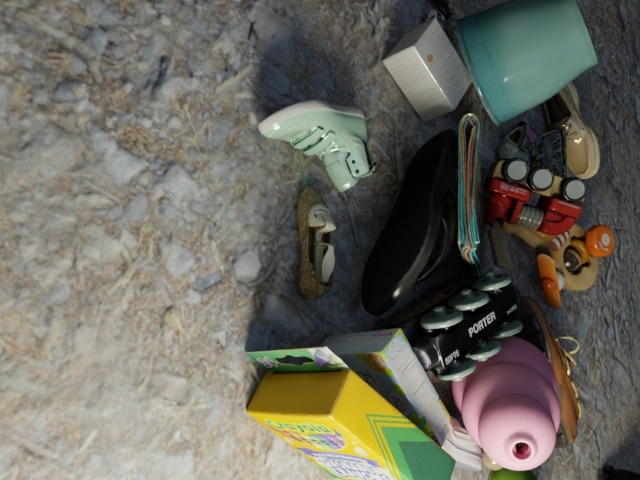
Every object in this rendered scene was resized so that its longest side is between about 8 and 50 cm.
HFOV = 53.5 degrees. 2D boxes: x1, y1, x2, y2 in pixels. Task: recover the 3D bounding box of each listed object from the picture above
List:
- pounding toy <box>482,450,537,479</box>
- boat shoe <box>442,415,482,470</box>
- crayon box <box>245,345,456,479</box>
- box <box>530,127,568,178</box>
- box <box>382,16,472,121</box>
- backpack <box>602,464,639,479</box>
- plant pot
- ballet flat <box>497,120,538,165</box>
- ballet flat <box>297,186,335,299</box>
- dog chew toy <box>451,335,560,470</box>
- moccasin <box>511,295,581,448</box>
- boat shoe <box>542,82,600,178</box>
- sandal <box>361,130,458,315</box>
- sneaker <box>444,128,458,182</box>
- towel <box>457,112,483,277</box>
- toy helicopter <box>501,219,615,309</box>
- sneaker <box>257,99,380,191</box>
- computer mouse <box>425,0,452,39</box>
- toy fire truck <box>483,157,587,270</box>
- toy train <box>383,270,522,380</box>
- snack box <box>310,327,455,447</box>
[{"bbox_3d":[0.446,0.543,1.364,0.183,0.110,0.237,-7,85,-43],"label":"pounding toy"},{"bbox_3d":[0.231,0.378,1.233,0.258,0.095,0.084,39,52,-41],"label":"boat shoe"},{"bbox_3d":[0.031,0.292,0.987,0.323,0.203,0.083,45,55,-25],"label":"crayon box"},{"bbox_3d":[0.608,-0.221,1.695,0.027,0.094,0.137,14,71,-39],"label":"box"},{"bbox_3d":[0.239,-0.375,1.401,0.170,0.091,0.130,51,52,-22],"label":"box"},{"bbox_3d":[0.817,0.730,1.564,0.213,0.276,0.263,-15,97,-38],"label":"backpack"},{"bbox_3d":[0.485,-0.442,1.470,0.271,0.255,0.272,43,36,-42],"label":"plant pot"},{"bbox_3d":[0.499,-0.232,1.624,0.079,0.077,0.221,39,50,-7],"label":"ballet flat"},{"bbox_3d":[0.000,0.000,1.117,0.073,0.067,0.206,6,76,-40],"label":"ballet flat"},{"bbox_3d":[0.355,0.309,1.197,0.332,0.206,0.206,-53,121,-76],"label":"dog chew toy"},{"bbox_3d":[0.520,0.292,1.467,0.147,0.139,0.380,-39,106,-41],"label":"moccasin"},{"bbox_3d":[0.692,-0.316,1.789,0.098,0.109,0.302,-7,79,-37],"label":"boat shoe"},{"bbox_3d":[0.207,-0.034,1.236,0.107,0.167,0.446,37,57,-17],"label":"sandal"},{"bbox_3d":[0.318,-0.192,1.457,0.089,0.051,0.170,24,61,-31],"label":"sneaker"},{"bbox_3d":[0.319,-0.067,1.314,0.370,0.040,0.271,43,49,-67],"label":"towel"},{"bbox_3d":[0.571,0.021,1.611,0.355,0.140,0.235,30,70,-22],"label":"toy helicopter"},{"bbox_3d":[0.008,-0.164,1.139,0.256,0.094,0.151,-9,80,-45],"label":"sneaker"},{"bbox_3d":[0.270,-0.507,1.496,0.106,0.042,0.193,31,55,-38],"label":"computer mouse"},{"bbox_3d":[0.478,-0.051,1.474,0.217,0.158,0.246,18,97,-2],"label":"toy fire truck"},{"bbox_3d":[0.248,0.160,1.220,0.334,0.190,0.142,-25,101,-41],"label":"toy train"},{"bbox_3d":[0.103,0.254,1.079,0.070,0.174,0.207,-44,110,-40],"label":"snack box"}]
